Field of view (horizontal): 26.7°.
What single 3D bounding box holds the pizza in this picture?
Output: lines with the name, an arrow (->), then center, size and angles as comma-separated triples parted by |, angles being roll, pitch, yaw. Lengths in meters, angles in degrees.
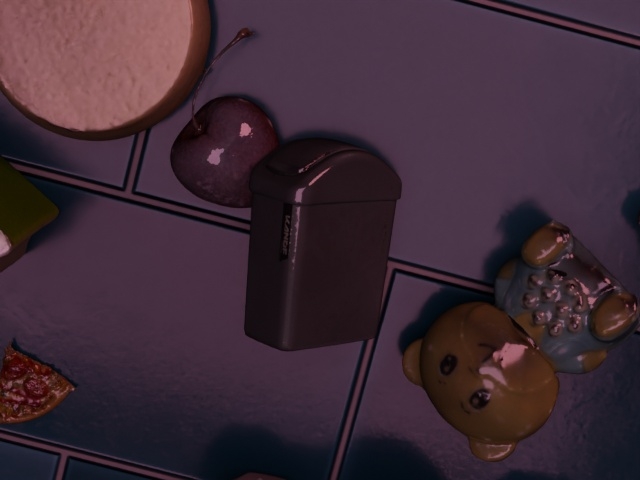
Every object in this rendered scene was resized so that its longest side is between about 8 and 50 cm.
pizza -> -0.370, 0.191, 1.663 | 0.100, 0.029, 0.099 | 36, 98, -4

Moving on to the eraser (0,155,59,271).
eraser -> -0.414, -0.052, 1.506 | 0.210, 0.274, 0.092 | 42, 98, -4

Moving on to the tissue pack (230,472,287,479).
tissue pack -> -0.009, 0.426, 1.568 | 0.333, 0.229, 0.236 | 12, 95, 18

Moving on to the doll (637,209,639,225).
doll -> 0.542, -0.004, 1.591 | 0.303, 0.156, 0.201 | -20, 56, -15

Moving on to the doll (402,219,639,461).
doll -> 0.234, 0.119, 1.581 | 0.260, 0.161, 0.177 | -44, 76, 4

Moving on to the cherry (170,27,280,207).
cherry -> -0.085, -0.123, 1.577 | 0.148, 0.115, 0.188 | 39, 89, 8

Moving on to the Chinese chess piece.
Chinese chess piece -> -0.260, -0.248, 1.564 | 0.273, 0.102, 0.273 | 0, 98, 2

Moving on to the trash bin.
trash bin -> 0.000, 0.000, 1.564 | 0.176, 0.101, 0.236 | -4, 106, -44
